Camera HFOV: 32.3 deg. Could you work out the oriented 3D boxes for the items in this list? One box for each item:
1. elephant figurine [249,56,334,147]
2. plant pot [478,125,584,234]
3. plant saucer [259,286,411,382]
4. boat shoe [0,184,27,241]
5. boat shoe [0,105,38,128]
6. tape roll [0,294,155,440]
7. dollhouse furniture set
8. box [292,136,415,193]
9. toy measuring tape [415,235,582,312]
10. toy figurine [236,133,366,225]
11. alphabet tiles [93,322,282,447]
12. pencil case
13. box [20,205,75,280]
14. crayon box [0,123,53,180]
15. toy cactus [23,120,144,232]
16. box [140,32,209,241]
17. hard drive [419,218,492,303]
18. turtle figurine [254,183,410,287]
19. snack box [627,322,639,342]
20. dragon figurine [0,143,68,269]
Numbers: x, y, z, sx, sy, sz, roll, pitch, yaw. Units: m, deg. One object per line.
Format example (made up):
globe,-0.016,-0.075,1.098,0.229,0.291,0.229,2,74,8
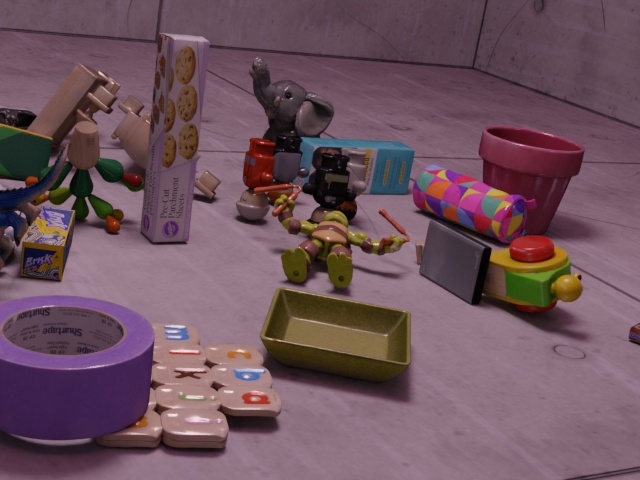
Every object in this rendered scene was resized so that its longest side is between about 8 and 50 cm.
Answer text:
elephant figurine,-0.058,-0.251,2.250,0.169,0.240,0.186,12,17,8
plant pot,0.402,-0.116,2.177,0.201,0.180,0.201,8,18,-3
plant saucer,0.021,0.127,1.431,0.188,0.045,0.188,11,18,2
boat shoe,-0.492,-0.048,1.615,0.083,0.076,0.226,-31,25,-18
boat shoe,-0.631,-0.248,2.251,0.040,0.049,0.142,20,18,29
tape roll,-0.270,0.128,1.155,0.188,0.080,0.189,6,19,-2
dollhouse furniture set,-0.365,-0.159,2.135,0.355,0.174,0.303,39,5,-2
box,0.069,-0.150,2.234,0.244,0.101,0.060,-1,21,-30
toy measuring tape,0.295,0.039,1.762,0.121,0.122,0.330,-3,13,-36
toy figurine,-0.029,-0.098,1.967,0.213,0.148,0.209,12,12,14
alphabet tiles,-0.193,0.159,1.255,0.277,0.021,0.284,2,19,-15
pencil case,0.289,-0.071,2.113,0.236,0.105,0.104,24,22,37
box,-0.390,0.002,1.586,0.059,0.054,0.169,7,17,-10
crayon box,-0.612,-0.161,1.731,0.203,0.083,0.323,7,-4,34
toy cactus,-0.375,-0.097,1.725,0.218,0.181,0.112,-3,41,-22
box,-0.229,-0.159,1.728,0.067,0.324,0.063,0,17,-31
hard drive,0.213,0.032,1.750,0.022,0.094,0.135,-2,21,-35
turtle figurine,0.000,0.000,1.752,0.269,0.087,0.217,20,26,3
snack box,0.543,0.138,1.721,0.064,0.022,0.178,23,21,32
dragon figurine,-0.452,-0.041,1.446,0.144,0.289,0.085,35,35,-14
